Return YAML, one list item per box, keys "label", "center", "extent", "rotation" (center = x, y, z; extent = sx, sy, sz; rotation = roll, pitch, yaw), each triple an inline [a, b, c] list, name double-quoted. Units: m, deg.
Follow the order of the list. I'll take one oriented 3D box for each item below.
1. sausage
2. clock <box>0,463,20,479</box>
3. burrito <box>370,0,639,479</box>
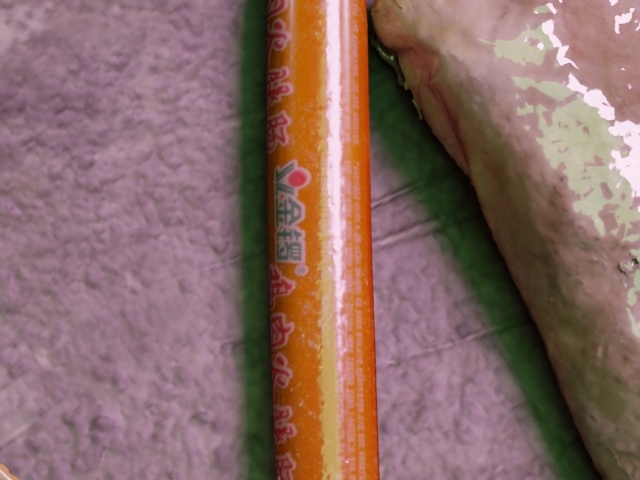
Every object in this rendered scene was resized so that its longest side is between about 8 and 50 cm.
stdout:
- label: "sausage"
  center: [0.000, 0.000, 0.929]
  extent: [0.053, 0.053, 0.347]
  rotation: [2, 76, -15]
- label: "clock"
  center: [-0.147, 0.191, 0.748]
  extent: [0.200, 0.244, 0.317]
  rotation: [-42, 88, -7]
- label: "burrito"
  center: [0.158, -0.031, 0.959]
  extent: [0.175, 0.107, 0.347]
  rotation: [-24, 83, -8]
